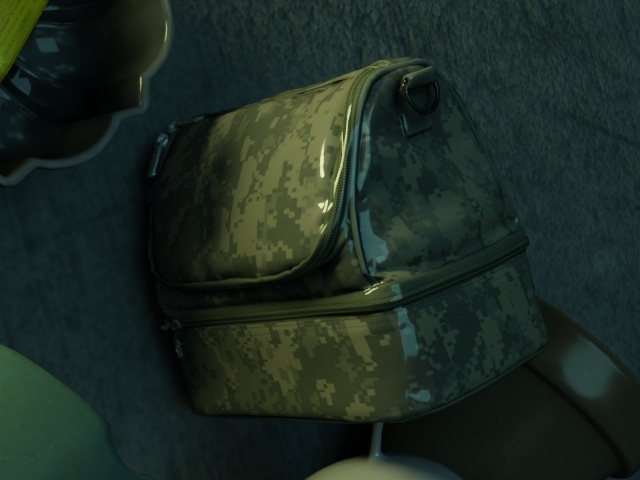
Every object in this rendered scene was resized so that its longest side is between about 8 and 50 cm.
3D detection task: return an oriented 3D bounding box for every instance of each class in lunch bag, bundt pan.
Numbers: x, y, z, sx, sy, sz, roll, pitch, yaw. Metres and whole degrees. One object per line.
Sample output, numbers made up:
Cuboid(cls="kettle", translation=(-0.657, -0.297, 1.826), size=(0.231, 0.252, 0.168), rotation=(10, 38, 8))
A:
Cuboid(cls="lunch bag", translation=(0.000, 0.000, 0.817), size=(0.213, 0.305, 0.255), rotation=(-17, 96, -40))
Cuboid(cls="bundt pan", translation=(-0.282, -0.191, 0.745), size=(0.331, 0.124, 0.330), rotation=(7, 78, -37))

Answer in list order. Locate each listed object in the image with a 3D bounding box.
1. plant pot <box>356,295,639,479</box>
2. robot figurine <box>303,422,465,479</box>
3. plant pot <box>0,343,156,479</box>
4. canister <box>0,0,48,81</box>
Cuboid(cls="plant pot", translation=(0.148, 0.187, 0.950), size=(0.229, 0.263, 0.263), rotation=(-48, 112, -12))
Cuboid(cls="robot figurine", translation=(0.071, 0.313, 0.762), size=(0.300, 0.200, 0.353), rotation=(-28, 94, -12))
Cuboid(cls="plant pot", translation=(-0.272, 0.245, 0.571), size=(0.341, 0.341, 0.334), rotation=(56, 47, -15))
Cuboid(cls="canister", translation=(-0.263, -0.181, 0.635), size=(0.170, 0.073, 0.126), rotation=(35, 63, -29))
